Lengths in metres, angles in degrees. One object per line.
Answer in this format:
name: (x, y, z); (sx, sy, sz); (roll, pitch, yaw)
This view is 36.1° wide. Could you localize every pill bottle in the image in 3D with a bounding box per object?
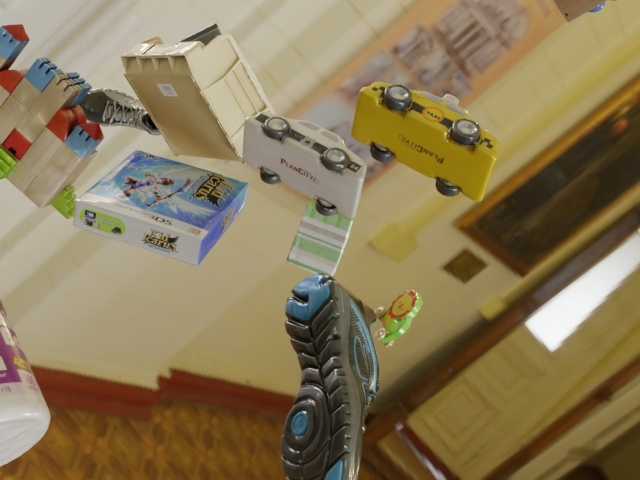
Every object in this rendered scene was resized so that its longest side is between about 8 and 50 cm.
pill bottle: (-0.450, 0.119, 1.158); (0.301, 0.169, 0.169); (59, 14, 21)

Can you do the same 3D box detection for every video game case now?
video game case: (-0.292, -0.070, 1.850); (0.244, 0.061, 0.269); (18, 29, 7)

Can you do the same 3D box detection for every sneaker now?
sneaker: (0.033, 0.213, 1.341); (0.140, 0.125, 0.340); (30, 51, -41)
sneaker: (-0.415, -0.279, 2.136); (0.229, 0.086, 0.132); (8, 8, -21)

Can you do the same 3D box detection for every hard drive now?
hard drive: (-0.255, -0.380, 1.998); (0.022, 0.135, 0.094); (63, 1, 30)

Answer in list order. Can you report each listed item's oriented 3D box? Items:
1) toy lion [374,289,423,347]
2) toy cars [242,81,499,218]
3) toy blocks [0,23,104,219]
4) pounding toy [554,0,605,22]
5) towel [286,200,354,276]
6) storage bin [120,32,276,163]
toy lion: (0.143, 0.135, 1.777); (0.034, 0.096, 0.100); (46, 24, -25)
toy cars: (0.064, -0.125, 1.270); (0.087, 0.394, 0.176); (-48, 118, -38)
toy blocks: (-0.586, -0.261, 2.010); (0.381, 0.261, 0.191); (43, 16, -2)
pounding toy: (0.415, -0.373, 1.361); (0.100, 0.141, 0.130); (56, -19, -5)
towel: (0.000, 0.000, 2.148); (0.113, 0.152, 0.023); (22, 21, 4)
storage bin: (-0.248, -0.297, 2.011); (0.262, 0.123, 0.260); (12, -41, 48)
